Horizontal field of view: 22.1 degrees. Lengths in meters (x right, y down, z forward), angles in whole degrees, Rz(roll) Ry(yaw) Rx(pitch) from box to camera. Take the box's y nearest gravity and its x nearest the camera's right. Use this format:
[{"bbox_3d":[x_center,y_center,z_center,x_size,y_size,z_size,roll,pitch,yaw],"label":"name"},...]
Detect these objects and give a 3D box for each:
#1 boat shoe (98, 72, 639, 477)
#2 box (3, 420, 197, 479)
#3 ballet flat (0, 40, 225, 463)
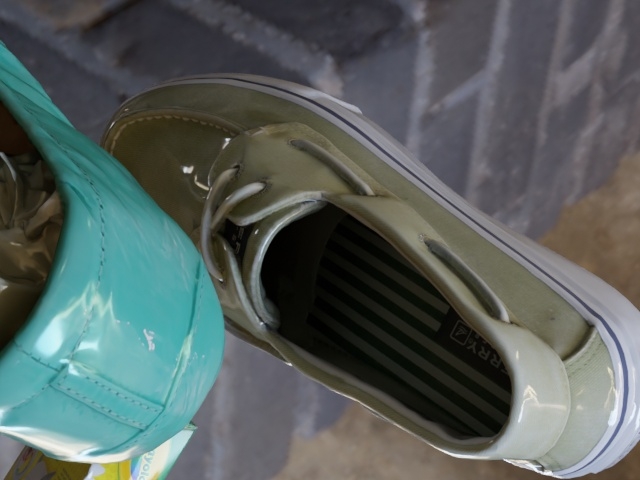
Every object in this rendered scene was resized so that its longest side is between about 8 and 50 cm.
[{"bbox_3d":[0.000,0.000,0.670,0.302,0.094,0.109,27,100,37],"label":"boat shoe"},{"bbox_3d":[-0.136,0.146,0.819,0.043,0.179,0.105,35,178,-22],"label":"box"},{"bbox_3d":[-0.122,-0.040,0.408,0.247,0.083,0.087,41,-177,25],"label":"ballet flat"}]
